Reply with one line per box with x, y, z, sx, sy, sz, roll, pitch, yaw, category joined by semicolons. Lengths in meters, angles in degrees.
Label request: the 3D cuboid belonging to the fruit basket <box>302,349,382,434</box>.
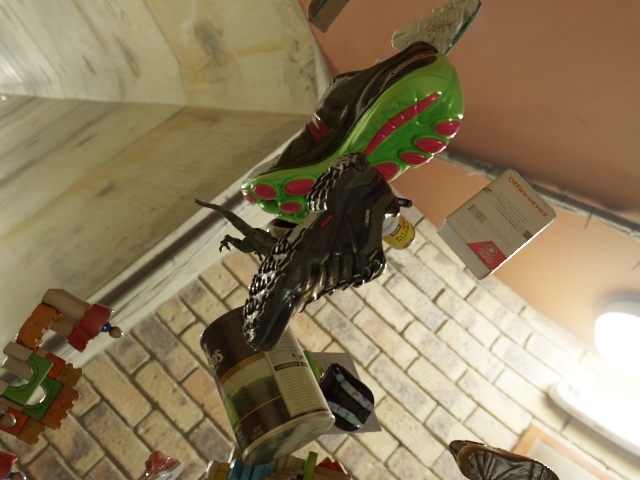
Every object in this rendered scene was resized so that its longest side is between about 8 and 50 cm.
0.007;0.515;1.799;0.165;0.353;0.327;-54;-139;28;fruit basket

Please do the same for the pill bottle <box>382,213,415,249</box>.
0.255;-0.051;1.935;0.117;0.117;0.215;28;-3;40;pill bottle

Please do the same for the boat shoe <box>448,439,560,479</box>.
0.512;0.638;1.488;0.341;0.123;0.123;21;-2;-13;boat shoe

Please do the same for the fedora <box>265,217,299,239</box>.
0.000;0.000;1.328;0.244;0.275;0.124;-57;140;-72;fedora

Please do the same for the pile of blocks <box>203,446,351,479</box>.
-0.094;0.496;1.177;0.362;0.113;0.149;0;-39;20;pile of blocks

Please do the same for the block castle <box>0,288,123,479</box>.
-0.687;0.361;1.281;0.212;0.453;0.303;34;-33;-16;block castle

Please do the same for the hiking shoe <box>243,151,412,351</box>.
0.013;0.026;0.542;0.114;0.227;0.086;35;-7;-20;hiking shoe

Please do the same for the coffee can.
-0.116;0.297;1.125;0.202;0.201;0.275;86;-22;-57;coffee can

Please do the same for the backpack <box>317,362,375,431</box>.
0.066;0.464;1.539;0.173;0.158;0.117;32;-18;15;backpack

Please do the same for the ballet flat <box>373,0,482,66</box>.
0.196;-0.398;1.216;0.147;0.147;0.409;45;-38;7;ballet flat

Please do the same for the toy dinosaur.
-0.129;0.004;1.010;0.268;0.064;0.118;32;-26;-15;toy dinosaur

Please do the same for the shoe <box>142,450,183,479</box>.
-0.446;0.620;1.417;0.081;0.064;0.178;25;6;17;shoe

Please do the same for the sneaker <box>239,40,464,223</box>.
0.045;-0.176;0.967;0.482;0.202;0.185;-26;-47;35;sneaker

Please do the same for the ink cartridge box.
0.531;-0.050;1.611;0.207;0.283;0.117;50;-14;14;ink cartridge box

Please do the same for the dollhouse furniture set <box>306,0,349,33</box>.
-0.033;-0.623;1.046;0.303;0.286;0.198;35;-51;-18;dollhouse furniture set
